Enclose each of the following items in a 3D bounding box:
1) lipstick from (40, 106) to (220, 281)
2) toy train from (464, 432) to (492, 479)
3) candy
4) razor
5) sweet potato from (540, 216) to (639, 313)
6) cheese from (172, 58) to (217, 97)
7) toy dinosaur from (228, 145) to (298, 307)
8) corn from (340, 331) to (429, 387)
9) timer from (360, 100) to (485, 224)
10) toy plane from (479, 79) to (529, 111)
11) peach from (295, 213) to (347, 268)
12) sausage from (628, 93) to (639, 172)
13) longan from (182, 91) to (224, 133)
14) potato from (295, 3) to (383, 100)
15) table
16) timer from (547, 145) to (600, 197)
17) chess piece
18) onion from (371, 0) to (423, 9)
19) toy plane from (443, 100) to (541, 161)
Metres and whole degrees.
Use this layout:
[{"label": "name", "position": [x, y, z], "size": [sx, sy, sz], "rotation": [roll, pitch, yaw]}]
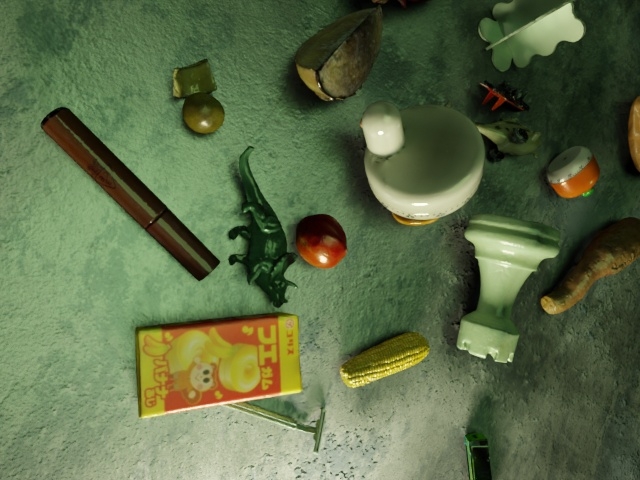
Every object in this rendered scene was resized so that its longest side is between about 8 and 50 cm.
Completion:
[{"label": "lipstick", "position": [-0.313, -0.073, 0.787], "size": [0.356, 0.057, 0.057], "rotation": [48, 72, -14]}, {"label": "toy train", "position": [0.356, 0.540, 1.042], "size": [0.044, 0.042, 0.208], "rotation": [-6, 91, 0]}, {"label": "candy", "position": [-0.174, 0.208, 0.814], "size": [0.276, 0.088, 0.146], "rotation": [-4, 88, -22]}, {"label": "razor", "position": [-0.090, 0.332, 0.877], "size": [0.211, 0.036, 0.084], "rotation": [23, 55, -14]}, {"label": "sweet potato", "position": [0.708, 0.052, 1.177], "size": [0.385, 0.109, 0.109], "rotation": [-36, 101, -20]}, {"label": "cheese", "position": [-0.236, -0.289, 0.838], "size": [0.084, 0.042, 0.060], "rotation": [-24, 104, -33]}, {"label": "toy dinosaur", "position": [-0.122, -0.014, 0.854], "size": [0.120, 0.079, 0.291], "rotation": [-29, 101, -27]}, {"label": "corn", "position": [0.135, 0.242, 0.952], "size": [0.207, 0.067, 0.067], "rotation": [-18, 94, -23]}, {"label": "timer", "position": [0.195, -0.164, 0.904], "size": [0.234, 0.240, 0.233], "rotation": [-6, 66, 14]}, {"label": "toy plane", "position": [0.456, -0.338, 1.107], "size": [0.189, 0.130, 0.061], "rotation": [-7, 132, -37]}, {"label": "peach", "position": [-0.001, 0.000, 0.894], "size": [0.101, 0.101, 0.100], "rotation": [1, 87, -23]}, {"label": "sausage", "position": [0.914, -0.294, 1.271], "size": [0.136, 0.120, 0.240], "rotation": [0, 87, -34]}, {"label": "longan", "position": [-0.208, -0.233, 0.836], "size": [0.075, 0.075, 0.083], "rotation": [26, 49, -19]}, {"label": "potato", "position": [0.028, -0.361, 0.940], "size": [0.261, 0.100, 0.120], "rotation": [-54, 146, -30]}, {"label": "table", "position": [0.491, -0.501, 1.063], "size": [0.167, 0.198, 0.166], "rotation": [1, 87, -22]}, {"label": "timer", "position": [0.639, -0.160, 1.162], "size": [0.136, 0.099, 0.136], "rotation": [0, 92, -11]}, {"label": "chess piece", "position": [0.387, 0.102, 1.012], "size": [0.195, 0.195, 0.298], "rotation": [12, 92, -22]}, {"label": "onion", "position": [0.190, -0.604, 0.942], "size": [0.281, 0.221, 0.280], "rotation": [-6, 98, -45]}, {"label": "toy plane", "position": [0.401, -0.254, 1.080], "size": [0.287, 0.092, 0.108], "rotation": [4, 64, -23]}]
